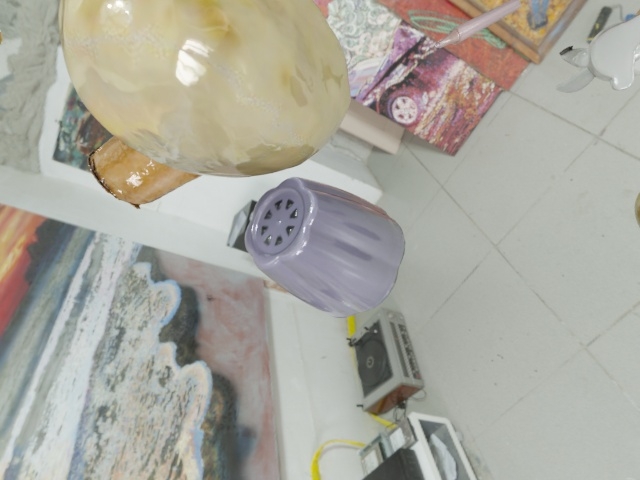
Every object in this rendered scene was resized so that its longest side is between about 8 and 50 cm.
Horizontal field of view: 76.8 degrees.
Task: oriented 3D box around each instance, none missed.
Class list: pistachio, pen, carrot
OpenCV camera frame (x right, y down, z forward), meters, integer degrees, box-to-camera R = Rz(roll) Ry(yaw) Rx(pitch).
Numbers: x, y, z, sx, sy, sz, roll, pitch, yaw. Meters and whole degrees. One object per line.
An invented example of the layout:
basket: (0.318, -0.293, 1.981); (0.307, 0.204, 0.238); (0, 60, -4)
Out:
pistachio: (-0.103, -0.182, 0.448); (0.238, 0.321, 0.229); (-50, 58, 27)
pen: (0.337, -0.471, 0.886); (0.197, 0.032, 0.053); (-28, 13, 2)
carrot: (-0.279, -0.175, 0.778); (0.254, 0.196, 0.196); (-37, 31, 5)

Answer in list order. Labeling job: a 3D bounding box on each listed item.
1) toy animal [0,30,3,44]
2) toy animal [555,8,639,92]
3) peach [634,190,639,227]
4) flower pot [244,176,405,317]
toy animal: (-0.546, -0.352, 0.614); (0.082, 0.091, 0.114); (-60, 21, 18)
toy animal: (0.450, -0.302, 0.637); (0.127, 0.182, 0.131); (11, 110, 26)
peach: (0.641, -0.081, 0.635); (0.153, 0.251, 0.251); (56, 131, 18)
flower pot: (0.000, 0.000, 0.808); (0.265, 0.243, 0.265); (-19, 57, 33)
